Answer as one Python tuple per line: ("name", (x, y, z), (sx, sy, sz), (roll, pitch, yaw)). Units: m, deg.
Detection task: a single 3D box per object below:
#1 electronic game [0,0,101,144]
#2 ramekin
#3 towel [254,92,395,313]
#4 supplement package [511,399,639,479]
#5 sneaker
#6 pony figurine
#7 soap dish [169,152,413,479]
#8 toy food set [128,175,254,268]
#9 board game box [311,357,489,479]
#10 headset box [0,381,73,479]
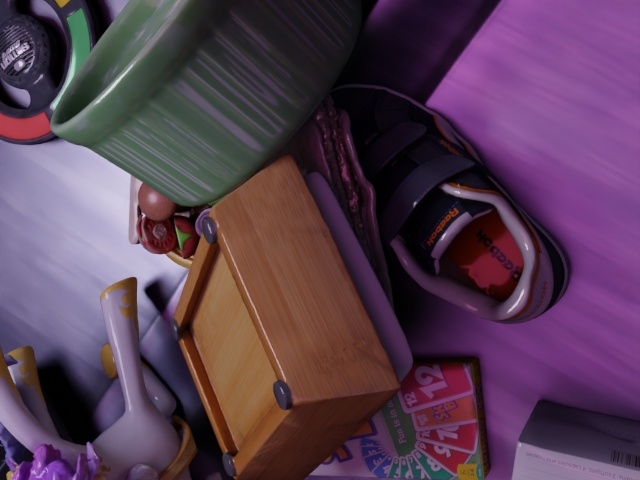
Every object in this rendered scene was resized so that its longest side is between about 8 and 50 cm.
("electronic game", (-0.366, -0.233, 1.040), (0.229, 0.048, 0.229), (2, 96, 22))
("ramekin", (-0.102, -0.178, 0.801), (0.303, 0.303, 0.148), (-40, 118, 21))
("towel", (0.000, 0.000, 0.852), (0.187, 0.049, 0.282), (3, 107, 65))
("supplement package", (0.271, 0.280, 0.769), (0.194, 0.149, 0.203), (9, 98, 22))
("sneaker", (0.102, -0.046, 0.821), (0.321, 0.127, 0.126), (40, 111, 16))
("pony figurine", (-0.236, 0.255, 0.892), (0.363, 0.351, 0.303), (54, 135, 11))
("soap dish", (-0.045, 0.094, 0.800), (0.229, 0.118, 0.291), (64, 152, 21))
("toy food set", (-0.151, -0.024, 0.958), (0.218, 0.071, 0.128), (15, 101, 21))
("board game box", (0.048, 0.194, 0.919), (0.259, 0.039, 0.124), (-5, 92, 26))
("headset box", (-0.408, 0.321, 0.998), (0.283, 0.246, 0.131), (56, 139, 8))
